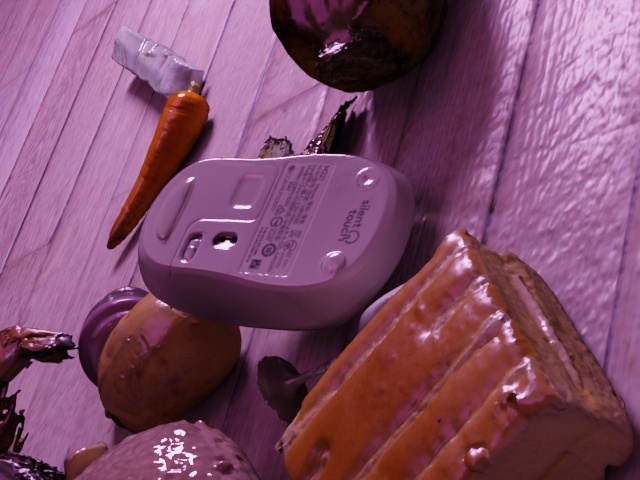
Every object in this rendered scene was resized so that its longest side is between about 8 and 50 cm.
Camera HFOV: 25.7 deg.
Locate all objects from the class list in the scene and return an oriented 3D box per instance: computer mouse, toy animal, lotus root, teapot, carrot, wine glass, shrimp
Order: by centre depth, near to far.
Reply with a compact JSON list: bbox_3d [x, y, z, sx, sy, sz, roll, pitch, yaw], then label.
[{"bbox_3d":[-0.145,0.267,1.211,0.358,0.188,0.227,-35,36,49],"label":"toy animal"},{"bbox_3d":[0.053,0.084,1.222,0.262,0.074,0.074,-32,36,36],"label":"wine glass"},{"bbox_3d":[-0.039,0.010,1.363,0.296,0.121,0.184,1,53,28],"label":"computer mouse"},{"bbox_3d":[-0.152,0.111,1.471,0.221,0.125,0.118,-48,-1,17],"label":"lotus root"},{"bbox_3d":[-0.302,0.213,1.520,0.290,0.054,0.222,26,85,22],"label":"shrimp"},{"bbox_3d":[0.040,-0.298,1.528,0.196,0.179,0.398,-40,30,34],"label":"lotus root"},{"bbox_3d":[-0.214,0.121,1.610,0.116,0.148,0.146,-18,17,-4],"label":"teapot"},{"bbox_3d":[-0.218,-0.097,1.884,0.257,0.061,0.061,-63,27,1],"label":"carrot"}]

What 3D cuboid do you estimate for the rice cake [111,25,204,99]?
[{"bbox_3d":[-0.244,-0.260,2.094,0.066,0.063,0.336,-65,28,6],"label":"rice cake"}]

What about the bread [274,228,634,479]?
[{"bbox_3d":[0.089,0.149,1.040,0.246,0.111,0.239,-49,27,16],"label":"bread"}]

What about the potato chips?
[{"bbox_3d":[-0.038,-0.076,1.583,0.220,0.029,0.202,-37,26,42],"label":"potato chips"}]

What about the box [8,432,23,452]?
[{"bbox_3d":[-0.499,0.336,1.835,0.168,0.095,0.212,-14,48,51],"label":"box"}]
